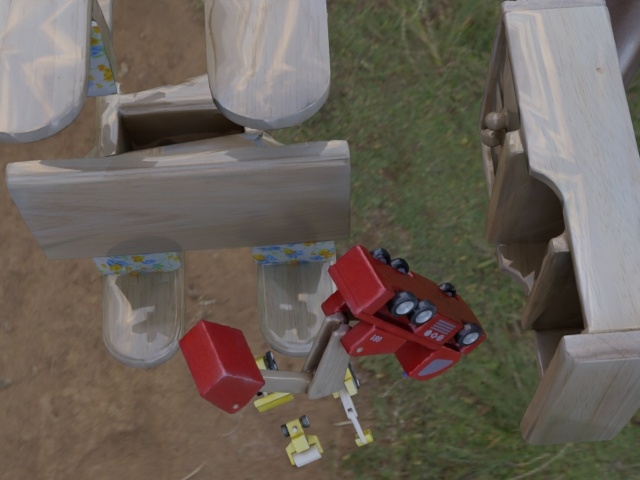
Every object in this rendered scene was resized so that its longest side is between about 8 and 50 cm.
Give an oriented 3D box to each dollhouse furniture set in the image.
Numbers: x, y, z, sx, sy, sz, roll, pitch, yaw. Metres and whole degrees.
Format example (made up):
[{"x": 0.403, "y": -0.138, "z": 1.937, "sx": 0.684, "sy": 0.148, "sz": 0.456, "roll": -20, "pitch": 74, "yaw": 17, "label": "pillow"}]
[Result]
[{"x": 0.000, "y": 0.000, "z": 0.726, "sx": 0.394, "sy": 0.362, "sz": 0.256, "roll": -4, "pitch": 64, "yaw": -1, "label": "dollhouse furniture set"}]

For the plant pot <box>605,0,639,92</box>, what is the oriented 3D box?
[{"x": 0.273, "y": -0.236, "z": 1.063, "sx": 0.167, "sy": 0.167, "sz": 0.165, "roll": 20, "pitch": 101, "yaw": -13, "label": "plant pot"}]

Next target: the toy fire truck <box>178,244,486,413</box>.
[{"x": 0.014, "y": 0.069, "z": 0.735, "sx": 0.192, "sy": 0.135, "sz": 0.047, "roll": 26, "pitch": 27, "yaw": -49, "label": "toy fire truck"}]

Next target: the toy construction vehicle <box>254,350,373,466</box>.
[{"x": -0.010, "y": 0.131, "z": 0.889, "sx": 0.086, "sy": 0.035, "sz": 0.098, "roll": -20, "pitch": 85, "yaw": 2, "label": "toy construction vehicle"}]
